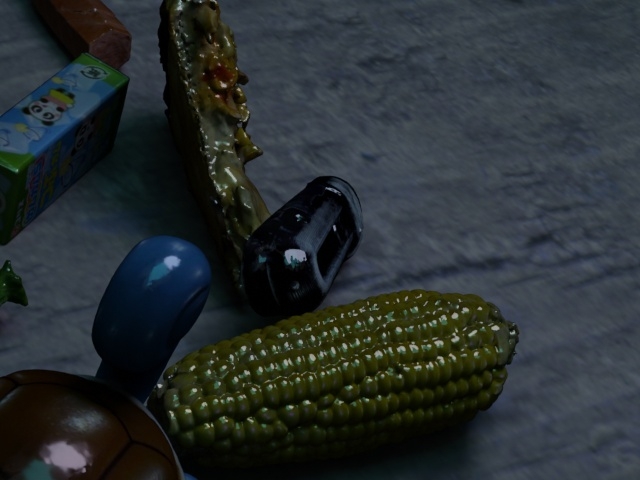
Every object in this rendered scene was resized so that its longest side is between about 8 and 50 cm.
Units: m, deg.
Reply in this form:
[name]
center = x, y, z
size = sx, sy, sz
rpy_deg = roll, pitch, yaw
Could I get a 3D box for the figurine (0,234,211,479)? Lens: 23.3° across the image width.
[figurine]
center = -0.195, 0.199, 1.102
size = 0.298, 0.243, 0.416
rpy_deg = 31, 62, 2

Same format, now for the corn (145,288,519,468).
[corn]
center = 0.019, 0.118, 1.310
size = 0.347, 0.130, 0.130
rpy_deg = -11, 48, -24

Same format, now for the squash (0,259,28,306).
[squash]
center = -0.416, 0.074, 1.217
size = 0.395, 0.107, 0.107
rpy_deg = -14, 49, -33

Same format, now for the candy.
[candy]
center = -0.260, -0.090, 1.464
size = 0.062, 0.097, 0.194
rpy_deg = 30, 42, 9

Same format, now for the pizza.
[pizza]
center = -0.096, -0.117, 1.442
size = 0.074, 0.251, 0.287
rpy_deg = -17, 49, -9

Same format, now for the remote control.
[remote control]
center = 0.000, 0.000, 1.418
size = 0.066, 0.090, 0.266
rpy_deg = -1, 17, 17

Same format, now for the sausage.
[sausage]
center = -0.266, -0.251, 1.668
size = 0.065, 0.065, 0.169
rpy_deg = -15, 49, -33
